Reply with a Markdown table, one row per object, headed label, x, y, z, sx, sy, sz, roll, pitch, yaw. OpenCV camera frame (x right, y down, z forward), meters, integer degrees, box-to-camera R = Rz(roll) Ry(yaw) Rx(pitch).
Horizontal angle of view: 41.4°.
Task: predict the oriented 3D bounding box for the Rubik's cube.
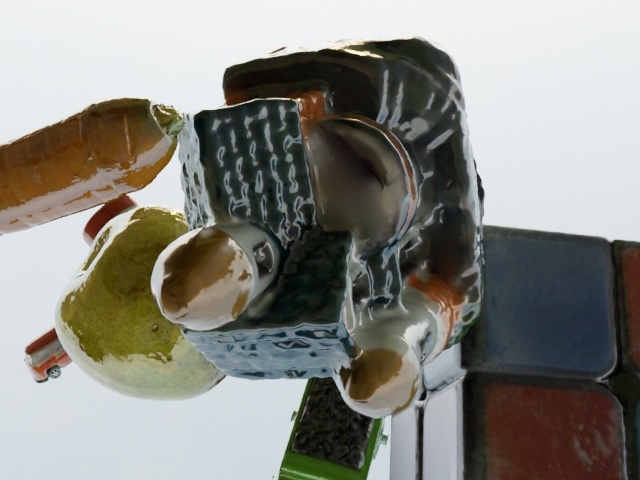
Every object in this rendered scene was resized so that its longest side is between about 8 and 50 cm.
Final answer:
| label | x | y | z | sx | sy | sz | roll | pitch | yaw |
| --- | --- | --- | --- | --- | --- | --- | --- | --- | --- |
| Rubik's cube | 0.258 | 0.181 | 0.926 | 0.313 | 0.316 | 0.318 | 5 | -108 | -7 |

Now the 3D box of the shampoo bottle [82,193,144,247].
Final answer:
| label | x | y | z | sx | sy | sz | roll | pitch | yaw |
| --- | --- | --- | --- | --- | --- | --- | --- | --- | --- |
| shampoo bottle | -0.228 | 0.060 | 1.263 | 0.104 | 0.104 | 0.278 | -43 | -101 | -11 |

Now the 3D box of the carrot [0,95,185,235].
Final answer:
| label | x | y | z | sx | sy | sz | roll | pitch | yaw |
| --- | --- | --- | --- | --- | --- | --- | --- | --- | --- |
| carrot | -0.206 | -0.023 | 0.507 | 0.271 | 0.062 | 0.066 | -19 | -136 | 3 |

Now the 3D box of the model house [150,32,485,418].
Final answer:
| label | x | y | z | sx | sy | sz | roll | pitch | yaw |
| --- | --- | --- | --- | --- | --- | --- | --- | --- | --- |
| model house | 0.000 | 0.000 | 0.592 | 0.190 | 0.271 | 0.301 | -2 | -166 | 19 |

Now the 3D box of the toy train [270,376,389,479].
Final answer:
| label | x | y | z | sx | sy | sz | roll | pitch | yaw |
| --- | --- | --- | --- | --- | --- | --- | --- | --- | --- |
| toy train | 0.023 | 0.337 | 1.384 | 0.173 | 0.249 | 0.307 | 16 | -125 | 5 |

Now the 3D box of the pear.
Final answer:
| label | x | y | z | sx | sy | sz | roll | pitch | yaw |
| --- | --- | --- | --- | --- | --- | --- | --- | --- | --- |
| pear | -0.158 | 0.066 | 0.856 | 0.197 | 0.197 | 0.197 | -9 | -124 | 13 |

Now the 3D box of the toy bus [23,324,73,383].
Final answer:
| label | x | y | z | sx | sy | sz | roll | pitch | yaw |
| --- | --- | --- | --- | --- | --- | --- | --- | --- | --- |
| toy bus | -0.497 | 0.200 | 1.655 | 0.174 | 0.077 | 0.079 | -34 | -149 | -19 |
